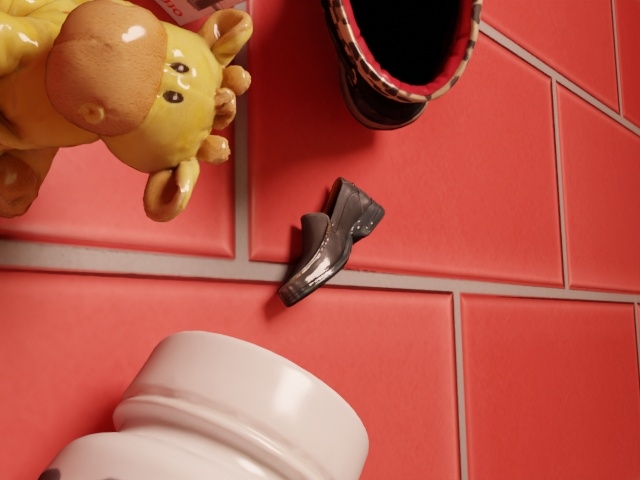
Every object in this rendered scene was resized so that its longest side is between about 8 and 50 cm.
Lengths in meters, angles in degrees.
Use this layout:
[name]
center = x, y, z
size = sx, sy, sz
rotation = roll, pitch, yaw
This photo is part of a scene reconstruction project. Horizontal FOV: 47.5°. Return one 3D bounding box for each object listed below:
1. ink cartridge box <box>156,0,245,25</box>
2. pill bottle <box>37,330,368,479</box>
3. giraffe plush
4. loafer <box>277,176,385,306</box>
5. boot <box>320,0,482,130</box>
[ink cartridge box]
center = -0.091, -0.235, 0.572
size = 0.099, 0.135, 0.056
rotation = 41, 57, -39
[pill bottle]
center = -0.111, 0.245, 0.419
size = 0.204, 0.204, 0.361
rotation = 54, 48, -31
[giraffe plush]
center = -0.138, -0.089, 0.429
size = 0.210, 0.170, 0.182
rotation = -23, 124, -62
[loafer]
center = 0.000, 0.000, 0.720
size = 0.061, 0.062, 0.170
rotation = 47, 43, -7
[boot]
center = 0.050, -0.287, 0.657
size = 0.284, 0.138, 0.378
rotation = -89, 173, -81
